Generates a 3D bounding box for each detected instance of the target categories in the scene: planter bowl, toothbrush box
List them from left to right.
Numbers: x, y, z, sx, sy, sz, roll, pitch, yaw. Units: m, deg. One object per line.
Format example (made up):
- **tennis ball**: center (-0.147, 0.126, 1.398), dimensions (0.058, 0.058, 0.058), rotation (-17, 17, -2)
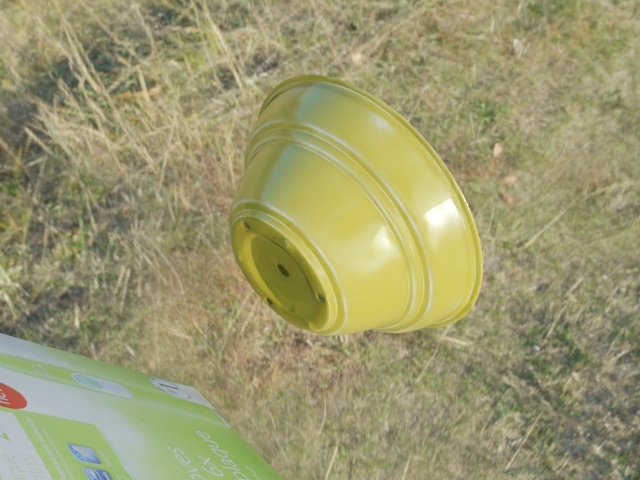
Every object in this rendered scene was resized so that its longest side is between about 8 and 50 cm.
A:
- **toothbrush box**: center (-0.152, 0.146, 0.431), dimensions (0.206, 0.283, 0.122), rotation (30, 93, 47)
- **planter bowl**: center (0.000, 0.000, 0.572), dimensions (0.217, 0.217, 0.090), rotation (38, 57, 23)
